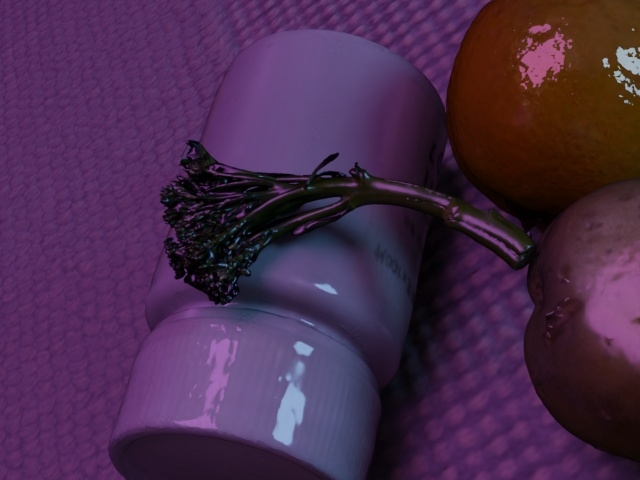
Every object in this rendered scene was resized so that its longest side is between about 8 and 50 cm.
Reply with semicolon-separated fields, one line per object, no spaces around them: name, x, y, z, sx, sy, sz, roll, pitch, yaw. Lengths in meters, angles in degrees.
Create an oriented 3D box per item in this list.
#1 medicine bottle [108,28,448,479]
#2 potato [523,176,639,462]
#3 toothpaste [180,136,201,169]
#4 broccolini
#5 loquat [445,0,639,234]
medicine bottle;-0.025;0.029;0.975;0.211;0.211;0.371;-10;51;35
potato;0.264;0.060;0.753;0.296;0.141;0.192;8;66;37
toothpaste;-0.066;-0.089;1.240;0.178;0.043;0.037;-4;54;38
broccolini;0.008;0.000;0.826;0.271;0.062;0.123;10;68;18
loquat;0.190;-0.100;0.904;0.208;0.208;0.208;-23;44;24
